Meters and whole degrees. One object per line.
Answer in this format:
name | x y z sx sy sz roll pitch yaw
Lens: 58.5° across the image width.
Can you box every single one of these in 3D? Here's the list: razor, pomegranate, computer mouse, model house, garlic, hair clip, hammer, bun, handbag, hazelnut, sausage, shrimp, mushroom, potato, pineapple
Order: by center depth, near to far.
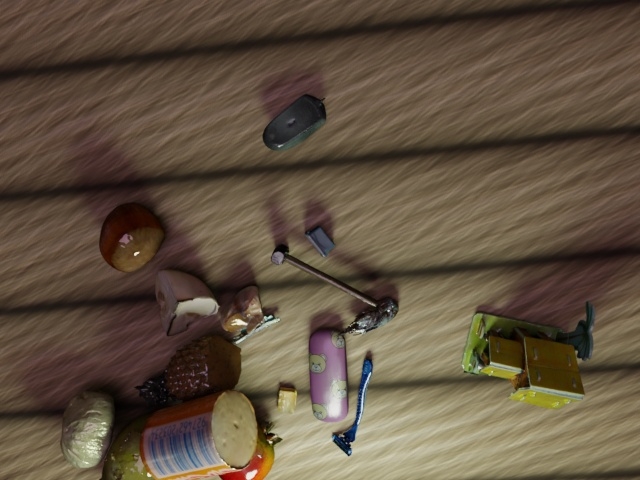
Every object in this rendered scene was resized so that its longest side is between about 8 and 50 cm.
model house | 0.625 0.317 1.684 0.300 0.324 0.341 12 101 0
sausage | -0.358 0.587 1.701 0.286 0.233 0.233 -23 99 24
computer mouse | -0.075 -0.355 1.730 0.228 0.068 0.113 -36 84 -2
hazelnut | -0.592 -0.015 1.768 0.214 0.176 0.215 -5 75 17
hammer | 0.015 0.117 1.787 0.365 0.111 0.044 28 100 -2
shrimp | 0.147 0.257 1.815 0.232 0.090 0.079 -27 118 -6
garlic | -0.253 0.227 1.828 0.174 0.099 0.124 -38 54 14
mushroom | -0.429 0.175 1.828 0.161 0.173 0.236 -6 147 -32
bun | -0.761 0.600 1.850 0.153 0.244 0.244 15 104 -39
pineapple | -0.440 0.440 1.851 0.361 0.202 0.202 -23 99 22
potato | -0.588 0.736 1.862 0.219 0.269 0.359 44 108 29
pomegranate | -0.239 0.689 1.864 0.235 0.210 0.210 -29 98 -9
hair clip | -0.212 0.284 1.866 0.172 0.049 0.049 -27 98 2
razor | 0.126 0.544 1.896 0.056 0.093 0.325 11 99 -39
handbag | -0.113 0.538 1.915 0.061 0.027 0.084 9 102 0

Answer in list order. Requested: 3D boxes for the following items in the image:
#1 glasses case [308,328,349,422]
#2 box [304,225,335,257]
glasses case | 0.027 0.442 1.864 0.123 0.076 0.317 -1 100 9
box | 0.000 0.000 1.791 0.054 0.074 0.099 -39 96 -5
